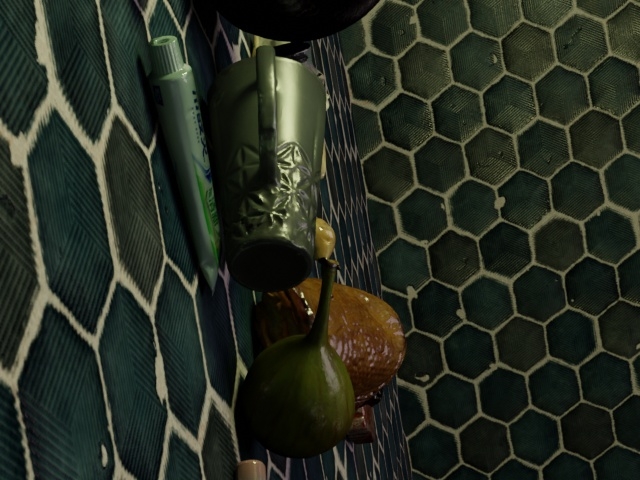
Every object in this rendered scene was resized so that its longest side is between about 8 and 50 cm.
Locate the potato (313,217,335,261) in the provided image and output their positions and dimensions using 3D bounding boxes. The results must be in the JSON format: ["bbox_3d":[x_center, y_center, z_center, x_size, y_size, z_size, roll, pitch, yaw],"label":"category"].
[{"bbox_3d":[0.000,0.000,2.148,0.068,0.062,0.083,2,100,-67],"label":"potato"}]

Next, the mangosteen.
[{"bbox_3d":[-0.049,-0.439,1.518,0.347,0.306,0.307,47,-17,40],"label":"mangosteen"}]

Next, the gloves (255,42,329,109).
[{"bbox_3d":[-0.050,-0.169,1.577,0.127,0.111,0.212,-40,131,-50],"label":"gloves"}]

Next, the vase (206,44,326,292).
[{"bbox_3d":[-0.064,-0.092,1.354,0.251,0.156,0.301,91,-3,-51],"label":"vase"}]

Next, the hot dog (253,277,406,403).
[{"bbox_3d":[0.013,0.135,1.577,0.272,0.122,0.196,12,49,-58],"label":"hot dog"}]

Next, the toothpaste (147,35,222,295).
[{"bbox_3d":[-0.143,-0.080,1.226,0.075,0.048,0.297,-89,170,-61],"label":"toothpaste"}]

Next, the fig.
[{"bbox_3d":[-0.002,0.148,1.342,0.151,0.151,0.259,-87,-159,-59],"label":"fig"}]

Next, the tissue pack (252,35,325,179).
[{"bbox_3d":[-0.053,-0.225,1.877,0.222,0.090,0.186,74,8,-48],"label":"tissue pack"}]

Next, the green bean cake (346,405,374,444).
[{"bbox_3d":[0.072,0.340,2.255,0.136,0.056,0.135,64,17,-65],"label":"green bean cake"}]

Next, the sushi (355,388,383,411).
[{"bbox_3d":[0.028,0.195,1.743,0.153,0.150,0.172,-88,166,-57],"label":"sushi"}]

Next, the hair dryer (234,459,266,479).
[{"bbox_3d":[-0.077,0.309,1.300,0.114,0.037,0.063,83,1,-54],"label":"hair dryer"}]
